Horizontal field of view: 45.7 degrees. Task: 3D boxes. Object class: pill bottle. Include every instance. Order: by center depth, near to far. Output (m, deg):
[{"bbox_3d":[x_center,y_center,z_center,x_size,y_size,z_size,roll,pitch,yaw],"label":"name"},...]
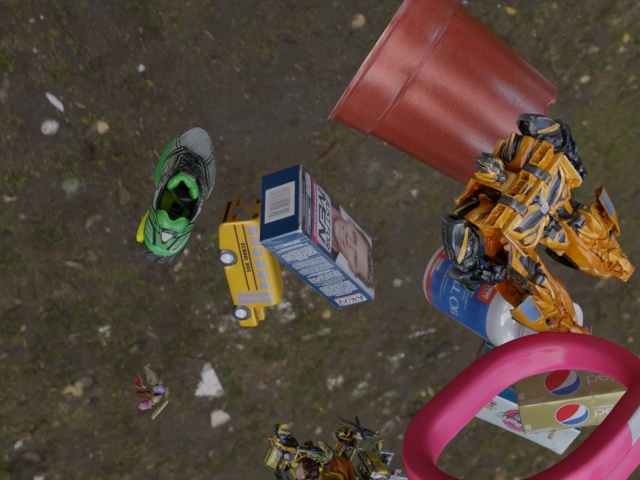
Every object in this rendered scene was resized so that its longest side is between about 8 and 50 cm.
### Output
[{"bbox_3d":[0.263,0.086,1.102,0.124,0.221,0.124,-14,116,-30],"label":"pill bottle"}]

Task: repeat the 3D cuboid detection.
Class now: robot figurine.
[{"bbox_3d":[0.249,-0.004,0.844,0.211,0.085,0.291,-54,134,-6],"label":"robot figurine"}]

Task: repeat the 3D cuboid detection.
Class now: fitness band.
[{"bbox_3d":[0.214,0.181,0.762,0.291,0.209,0.054,-30,112,-34],"label":"fitness band"}]

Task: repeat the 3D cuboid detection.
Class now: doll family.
[{"bbox_3d":[0.005,0.417,1.150,0.118,0.163,0.263,10,145,-4],"label":"doll family"}]

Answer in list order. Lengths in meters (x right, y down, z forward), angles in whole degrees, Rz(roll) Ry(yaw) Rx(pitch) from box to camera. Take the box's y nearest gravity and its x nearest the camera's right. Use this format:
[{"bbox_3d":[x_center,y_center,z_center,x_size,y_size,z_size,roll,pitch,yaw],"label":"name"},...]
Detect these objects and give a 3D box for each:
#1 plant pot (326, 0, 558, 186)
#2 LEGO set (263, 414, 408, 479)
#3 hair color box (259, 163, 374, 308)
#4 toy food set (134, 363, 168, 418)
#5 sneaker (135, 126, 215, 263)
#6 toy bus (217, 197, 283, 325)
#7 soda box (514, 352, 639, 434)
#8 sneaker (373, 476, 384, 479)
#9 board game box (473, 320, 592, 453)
[{"bbox_3d":[0.193,-0.224,1.158,0.265,0.272,0.272,34,104,-4],"label":"plant pot"},{"bbox_3d":[0.033,0.465,1.586,0.255,0.331,0.192,19,103,-17],"label":"LEGO set"},{"bbox_3d":[0.000,0.000,1.686,0.105,0.173,0.347,-16,146,24],"label":"hair color box"},{"bbox_3d":[-0.397,0.346,1.740,0.078,0.122,0.019,-50,140,5],"label":"toy food set"},{"bbox_3d":[-0.285,-0.118,1.626,0.134,0.343,0.146,21,140,-19],"label":"sneaker"},{"bbox_3d":[-0.174,0.060,1.896,0.130,0.108,0.332,-5,126,7],"label":"toy bus"},{"bbox_3d":[0.339,0.191,0.952,0.181,0.061,0.058,-12,125,14],"label":"soda box"},{"bbox_3d":[0.061,0.342,0.998,0.070,0.134,0.051,-32,92,-13],"label":"sneaker"},{"bbox_3d":[0.444,0.267,1.611,0.224,0.303,0.097,23,135,5],"label":"board game box"}]
